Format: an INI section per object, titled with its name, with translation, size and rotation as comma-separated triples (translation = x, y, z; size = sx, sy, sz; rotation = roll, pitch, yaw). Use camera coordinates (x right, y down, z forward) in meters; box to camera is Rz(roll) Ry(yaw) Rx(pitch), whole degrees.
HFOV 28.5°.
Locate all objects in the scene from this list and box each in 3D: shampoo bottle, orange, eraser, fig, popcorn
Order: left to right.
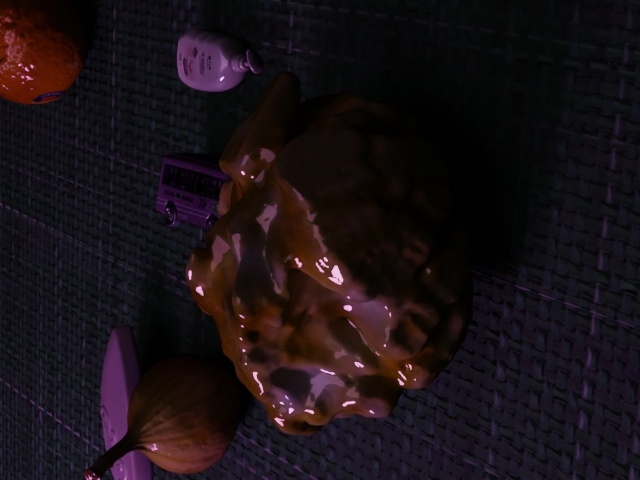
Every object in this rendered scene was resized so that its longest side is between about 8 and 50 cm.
[orange]
translation = -0.418, -0.284, 1.821
size = 0.177, 0.155, 0.177
rotation = 25, 123, 45
[eraser]
translation = -0.276, 0.238, 1.755
size = 0.204, 0.059, 0.243
rotation = -151, 55, -73
[fig]
translation = -0.186, 0.245, 1.592
size = 0.143, 0.231, 0.160
rotation = 31, 123, -3
[shampoo bottle]
translation = -0.118, -0.217, 1.543
size = 0.152, 0.045, 0.077
rotation = 16, 109, 48
[popcorn]
translation = 0.011, 0.007, 1.282
size = 0.334, 0.293, 0.292
rotation = -49, 15, 41

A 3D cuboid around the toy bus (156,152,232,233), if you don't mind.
[toy bus]
translation = -0.126, -0.057, 1.548
size = 0.178, 0.087, 0.098
rotation = 18, 104, 51
